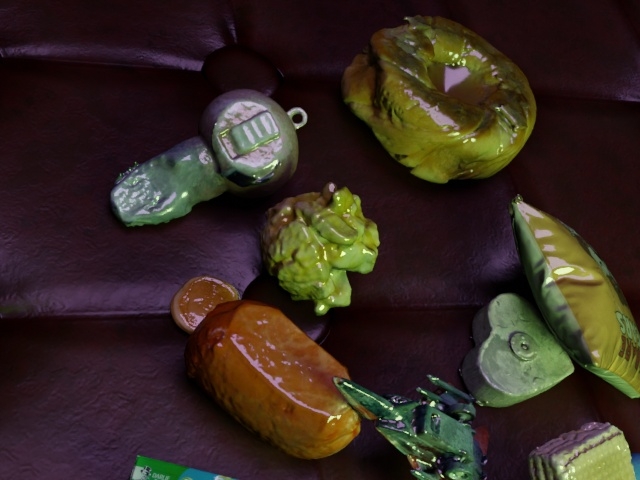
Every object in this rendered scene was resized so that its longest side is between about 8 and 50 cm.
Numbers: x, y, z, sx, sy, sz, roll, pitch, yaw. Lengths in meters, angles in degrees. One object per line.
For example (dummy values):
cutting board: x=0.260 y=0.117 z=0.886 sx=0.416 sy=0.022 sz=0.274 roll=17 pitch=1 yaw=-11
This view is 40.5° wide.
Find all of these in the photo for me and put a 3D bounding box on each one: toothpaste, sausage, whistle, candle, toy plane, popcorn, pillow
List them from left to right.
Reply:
whistle: x=-0.176 y=-0.124 z=1.401 sx=0.348 sy=0.189 sz=0.189 roll=-29 pitch=68 yaw=-10
toothpaste: x=-0.119 y=0.343 z=1.128 sx=0.267 sy=0.065 sz=0.050 roll=16 pitch=53 yaw=-8
sausage: x=-0.062 y=0.194 z=1.203 sx=0.268 sy=0.141 sz=0.153 roll=38 pitch=53 yaw=6
popcorn: x=0.001 y=0.001 z=1.338 sx=0.187 sy=0.185 sz=0.167 roll=-40 pitch=51 yaw=-7
toy plane: x=0.135 y=0.255 z=1.168 sx=0.326 sy=0.104 sz=0.223 roll=44 pitch=42 yaw=-36
candle: x=0.319 y=0.187 z=1.395 sx=0.168 sy=0.068 sz=0.192 roll=24 pitch=55 yaw=-6
pillow: x=0.425 y=0.099 z=1.406 sx=0.310 sy=0.119 sz=0.312 roll=33 pitch=33 yaw=-54

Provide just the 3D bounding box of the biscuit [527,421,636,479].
biscuit: x=0.377 y=0.454 z=1.114 sx=0.144 sy=0.078 sz=0.426 roll=-15 pitch=91 yaw=-33

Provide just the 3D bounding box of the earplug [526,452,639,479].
earplug: x=0.407 y=0.384 z=1.259 sx=0.273 sy=0.132 sz=0.132 roll=-8 pitch=60 yaw=-29

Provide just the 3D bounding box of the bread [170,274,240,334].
bread: x=-0.171 y=0.101 z=1.304 sx=0.110 sy=0.024 sz=0.110 roll=10 pitch=53 yaw=-13

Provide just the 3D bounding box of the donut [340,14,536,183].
donut: x=0.220 y=-0.266 z=1.615 sx=0.360 sy=0.170 sz=0.360 roll=14 pitch=50 yaw=-17
